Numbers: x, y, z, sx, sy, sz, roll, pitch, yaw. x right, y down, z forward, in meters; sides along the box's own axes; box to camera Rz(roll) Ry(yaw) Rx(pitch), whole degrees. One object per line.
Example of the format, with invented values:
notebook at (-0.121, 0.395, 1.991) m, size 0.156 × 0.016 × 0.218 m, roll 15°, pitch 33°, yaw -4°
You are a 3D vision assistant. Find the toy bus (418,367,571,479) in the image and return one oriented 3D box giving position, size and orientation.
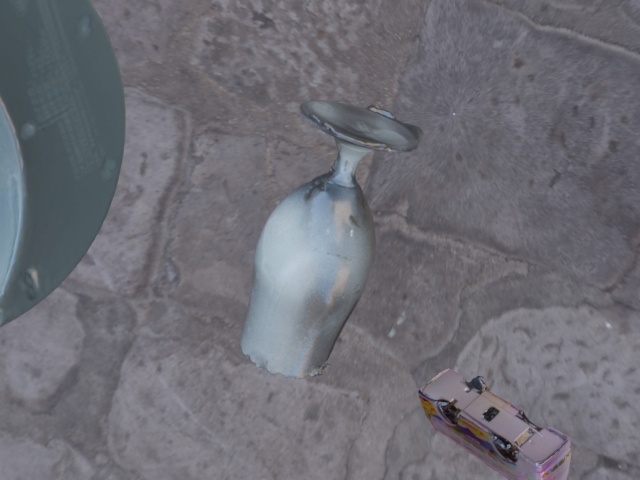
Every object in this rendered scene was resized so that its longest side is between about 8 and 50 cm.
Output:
toy bus at (0.288, 0.316, 1.301) m, size 0.090 × 0.274 × 0.112 m, roll -31°, pitch 123°, yaw -23°

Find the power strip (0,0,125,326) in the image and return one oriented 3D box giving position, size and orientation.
power strip at (-0.186, -0.082, 0.432) m, size 0.054 × 0.167 × 0.253 m, roll 13°, pitch 128°, yaw 28°

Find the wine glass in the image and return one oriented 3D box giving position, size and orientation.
wine glass at (0.000, 0.000, 0.639) m, size 0.103 × 0.103 × 0.222 m, roll 22°, pitch 114°, yaw 6°
